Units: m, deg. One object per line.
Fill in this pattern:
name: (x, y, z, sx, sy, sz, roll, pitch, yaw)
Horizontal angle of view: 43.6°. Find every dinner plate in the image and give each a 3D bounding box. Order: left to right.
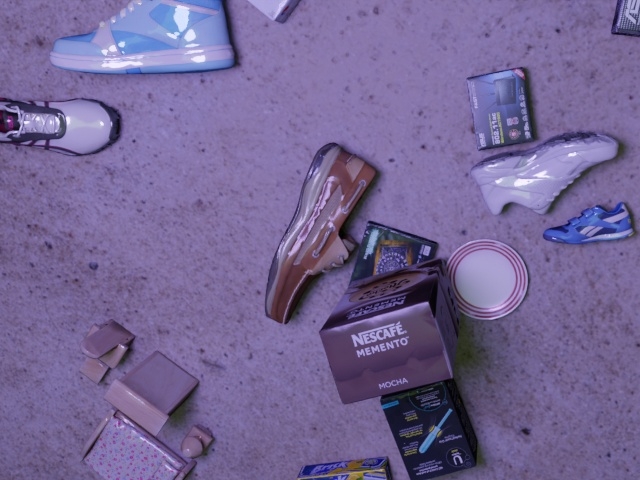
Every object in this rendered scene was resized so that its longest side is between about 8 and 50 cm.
dinner plate: (0.282, 0.066, 1.371, 0.141, 0.017, 0.141, 2, 100, 11)

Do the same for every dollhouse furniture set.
dollhouse furniture set: (-0.398, 0.384, 1.494, 0.303, 0.174, 0.356, 36, 105, 4)

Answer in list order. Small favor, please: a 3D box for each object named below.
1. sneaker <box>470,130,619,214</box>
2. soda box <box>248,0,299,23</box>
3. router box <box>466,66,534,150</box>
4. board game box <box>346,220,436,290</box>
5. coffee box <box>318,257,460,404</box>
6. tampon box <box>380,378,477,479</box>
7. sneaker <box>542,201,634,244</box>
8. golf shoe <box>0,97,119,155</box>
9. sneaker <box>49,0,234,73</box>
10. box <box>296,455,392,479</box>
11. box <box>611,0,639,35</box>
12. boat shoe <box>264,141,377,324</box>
sneaker: (0.368, -0.103, 1.294, 0.232, 0.090, 0.115, -15, 104, 23)
soda box: (-0.131, -0.458, 1.332, 0.216, 0.069, 0.074, 40, 105, 2)
router box: (0.292, -0.214, 1.304, 0.092, 0.038, 0.123, -9, 99, 14)
board game box: (0.115, 0.071, 1.402, 0.126, 0.026, 0.186, 19, 104, 8)
coffee box: (0.118, 0.129, 1.244, 0.168, 0.297, 0.119, -16, 97, 14)
tampon box: (0.190, 0.315, 1.394, 0.120, 0.101, 0.161, -19, 97, 15)
sneaker: (0.434, -0.027, 1.305, 0.144, 0.053, 0.059, -9, 99, 5)
golf shoe: (-0.499, -0.202, 1.433, 0.272, 0.120, 0.105, 2, 99, 10)
sneaker: (-0.306, -0.387, 1.356, 0.318, 0.127, 0.208, -1, 102, 2)
box: (0.045, 0.443, 1.473, 0.168, 0.054, 0.059, -10, 99, 13)
box: (0.573, -0.431, 1.193, 0.216, 0.060, 0.270, 11, 102, 9)
boat shoe: (0.000, 0.000, 1.366, 0.119, 0.122, 0.324, 22, 105, 4)
